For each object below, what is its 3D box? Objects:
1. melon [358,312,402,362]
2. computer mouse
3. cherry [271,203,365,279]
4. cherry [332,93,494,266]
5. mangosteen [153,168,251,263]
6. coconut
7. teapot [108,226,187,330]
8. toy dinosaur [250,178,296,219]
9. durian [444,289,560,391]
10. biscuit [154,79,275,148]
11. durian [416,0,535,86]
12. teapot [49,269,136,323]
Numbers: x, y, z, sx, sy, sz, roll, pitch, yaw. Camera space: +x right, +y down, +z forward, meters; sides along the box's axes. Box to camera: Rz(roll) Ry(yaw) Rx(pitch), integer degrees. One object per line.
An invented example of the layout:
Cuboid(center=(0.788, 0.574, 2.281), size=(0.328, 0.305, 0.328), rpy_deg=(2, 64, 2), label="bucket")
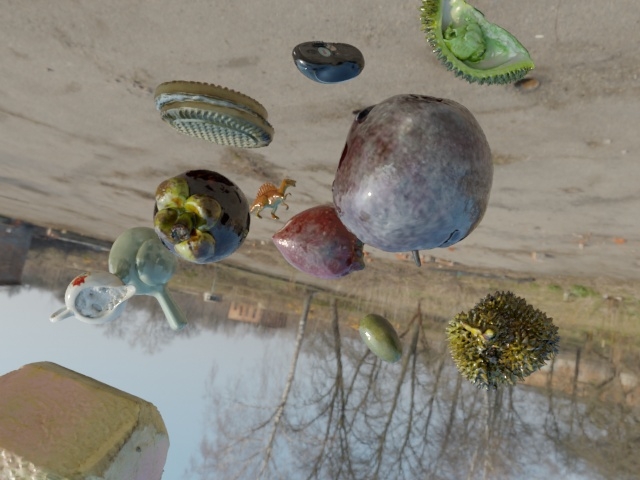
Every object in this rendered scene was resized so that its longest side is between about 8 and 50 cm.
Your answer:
Cuboid(center=(0.180, 0.288, 1.458), size=(0.162, 0.099, 0.099), rpy_deg=(53, 179, 11), label="melon")
Cuboid(center=(0.022, -0.545, 1.530), size=(0.233, 0.137, 0.096), rpy_deg=(-5, 145, -21), label="computer mouse")
Cuboid(center=(0.000, 0.000, 1.258), size=(0.250, 0.192, 0.175), rpy_deg=(1, -154, -13), label="cherry")
Cuboid(center=(0.112, -0.078, 0.583), size=(0.195, 0.195, 0.195), rpy_deg=(11, 172, 2), label="cherry")
Cuboid(center=(-0.236, -0.044, 0.959), size=(0.192, 0.192, 0.217), rpy_deg=(11, -173, -1), label="mangosteen")
Cuboid(center=(-0.335, 0.270, 0.583), size=(0.245, 0.233, 0.233), rpy_deg=(12, 172, 11), label="coconut")
Cuboid(center=(-0.494, 0.103, 1.506), size=(0.149, 0.220, 0.318), rpy_deg=(7, 147, 39), label="teapot")
Cuboid(center=(-0.190, -0.145, 1.725), size=(0.212, 0.142, 0.057), rpy_deg=(3, -177, 12), label="toy dinosaur")
Cuboid(center=(0.452, 0.253, 1.262), size=(0.293, 0.258, 0.258), rpy_deg=(-7, -179, -28), label="durian")
Cuboid(center=(-0.223, -0.263, 1.056), size=(0.259, 0.079, 0.259), rpy_deg=(9, 176, 1), label="biscuit")
Cuboid(center=(0.382, -0.528, 1.297), size=(0.355, 0.169, 0.157), rpy_deg=(46, -146, 0), label="durian")
Cuboid(center=(-0.578, 0.147, 1.262), size=(0.226, 0.145, 0.092), rpy_deg=(-27, -156, -4), label="teapot")
